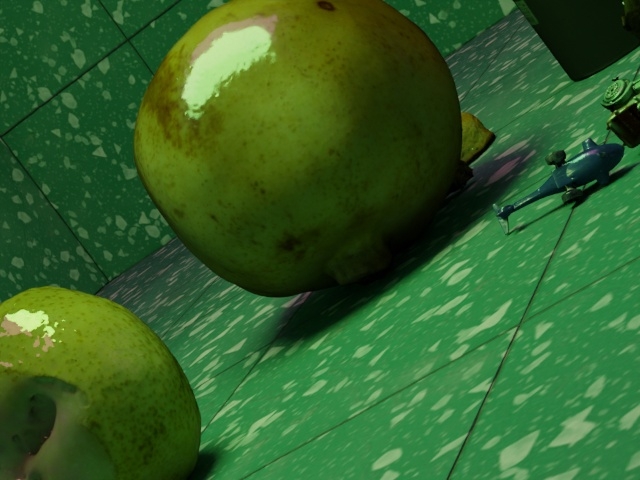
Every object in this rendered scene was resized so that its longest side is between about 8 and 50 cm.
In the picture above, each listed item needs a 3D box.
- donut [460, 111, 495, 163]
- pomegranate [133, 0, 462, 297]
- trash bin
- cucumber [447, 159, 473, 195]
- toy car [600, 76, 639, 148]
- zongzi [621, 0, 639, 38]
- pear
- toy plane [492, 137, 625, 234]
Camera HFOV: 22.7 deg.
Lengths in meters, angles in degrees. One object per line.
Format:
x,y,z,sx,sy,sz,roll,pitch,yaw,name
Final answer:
0.179,-0.129,2.296,0.152,0.058,0.152,-36,10,7,donut
-0.026,-0.107,1.941,0.416,0.417,0.416,-35,7,5,pomegranate
0.338,-0.410,2.249,0.214,0.334,0.214,-37,6,5,trash bin
0.121,-0.051,2.107,0.181,0.053,0.053,-35,7,27,cucumber
0.348,-0.143,1.570,0.143,0.073,0.054,-28,27,44,toy car
0.413,-0.236,1.749,0.286,0.138,0.300,102,171,-62,zongzi
-0.258,0.180,1.617,0.271,0.271,0.271,-35,7,5,pear
0.241,-0.056,1.616,0.167,0.054,0.062,-30,-15,33,toy plane
